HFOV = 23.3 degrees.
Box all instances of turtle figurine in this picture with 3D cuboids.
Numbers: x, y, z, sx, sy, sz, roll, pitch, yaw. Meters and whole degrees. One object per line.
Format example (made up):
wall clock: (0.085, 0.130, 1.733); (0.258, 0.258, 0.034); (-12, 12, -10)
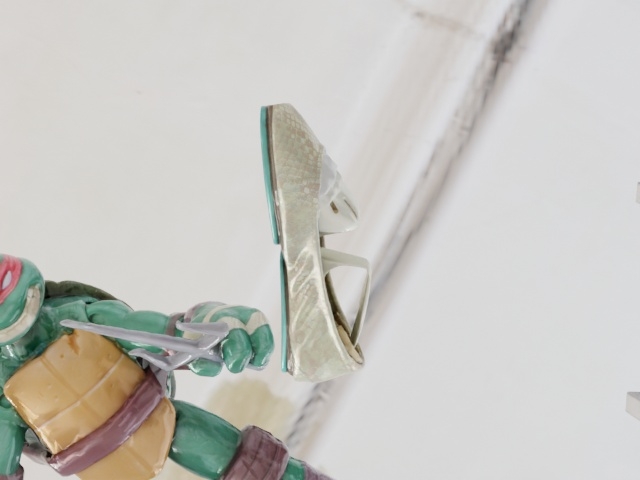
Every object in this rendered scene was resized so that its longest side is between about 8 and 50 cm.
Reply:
turtle figurine: (-0.087, 0.075, 0.636); (0.175, 0.118, 0.234); (-37, -63, 12)

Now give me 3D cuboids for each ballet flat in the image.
ballet flat: (0.000, 0.000, 0.819); (0.052, 0.057, 0.168); (-2, -59, 4)

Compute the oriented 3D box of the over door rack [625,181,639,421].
over door rack: (0.468, 0.072, 1.496); (0.324, 0.108, 0.240); (1, -80, -3)
